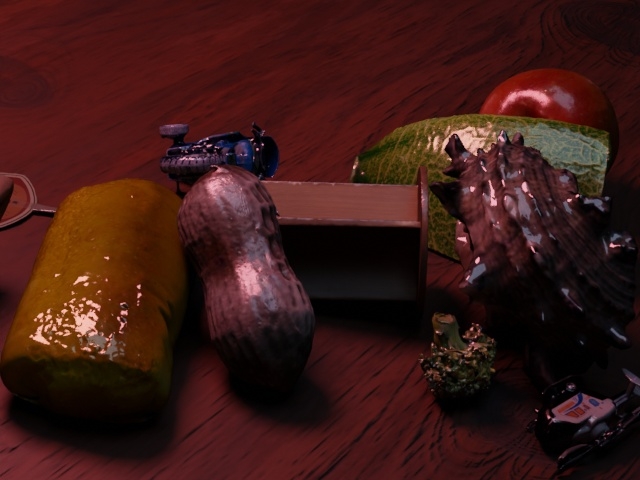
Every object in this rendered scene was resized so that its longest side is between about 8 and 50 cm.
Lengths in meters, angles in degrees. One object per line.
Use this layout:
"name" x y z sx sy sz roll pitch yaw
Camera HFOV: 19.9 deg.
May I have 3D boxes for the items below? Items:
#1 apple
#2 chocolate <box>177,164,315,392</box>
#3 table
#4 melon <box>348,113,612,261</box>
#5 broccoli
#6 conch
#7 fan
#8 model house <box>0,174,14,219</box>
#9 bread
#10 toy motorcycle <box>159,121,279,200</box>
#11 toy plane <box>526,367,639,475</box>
"apple" 0.283 -0.129 2.289 0.181 0.181 0.168 19 6 15
"chocolate" -0.075 0.036 1.826 0.110 0.110 0.248 -7 61 -31
"table" 0.000 0.000 1.970 0.226 0.167 0.167 1 28 0
"melon" 0.177 -0.058 2.171 0.323 0.196 0.124 11 -9 16
"broccoli" 0.141 0.115 1.854 0.097 0.092 0.095 -14 13 -15
"conch" 0.221 0.022 1.948 0.186 0.241 0.313 -28 57 -6
"fan" -0.348 -0.042 2.052 0.220 0.009 0.132 10 30 0
"model house" -0.430 0.003 1.814 0.188 0.122 0.229 14 30 10
"bread" -0.211 0.044 1.827 0.166 0.112 0.383 11 27 -2
"toy motorcycle" -0.115 -0.092 2.105 0.135 0.092 0.254 -4 4 -1
"toy plane" 0.276 0.175 1.838 0.197 0.053 0.078 -18 47 -42
